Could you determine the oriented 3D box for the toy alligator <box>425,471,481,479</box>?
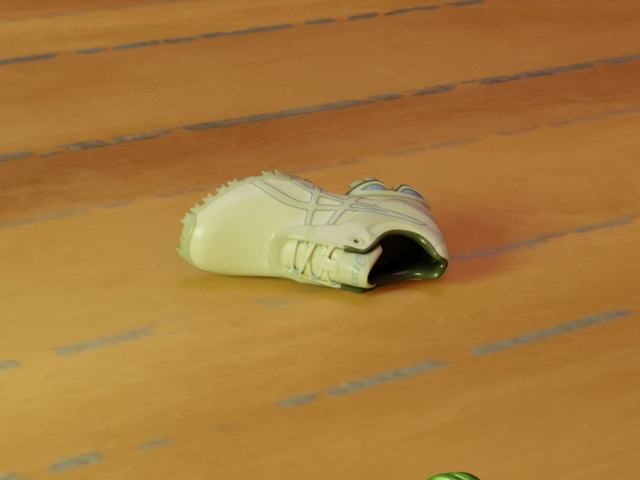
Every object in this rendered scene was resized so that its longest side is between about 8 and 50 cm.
[{"bbox_3d":[0.035,0.145,0.872,0.056,0.051,0.189,16,24,29],"label":"toy alligator"}]

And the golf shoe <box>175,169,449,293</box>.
[{"bbox_3d":[0.000,0.000,1.233,0.176,0.069,0.086,-5,29,-21],"label":"golf shoe"}]
